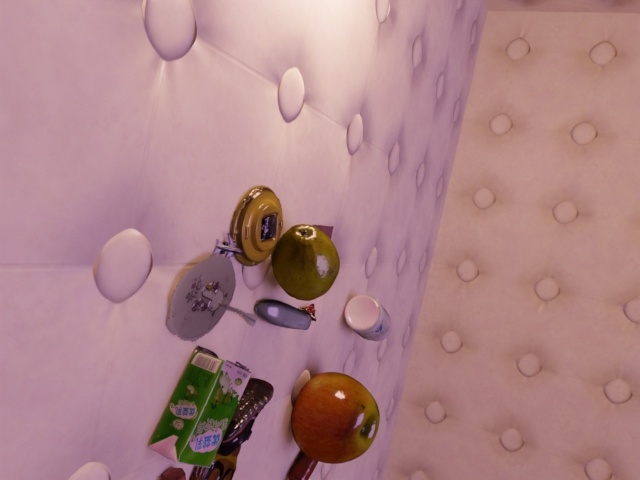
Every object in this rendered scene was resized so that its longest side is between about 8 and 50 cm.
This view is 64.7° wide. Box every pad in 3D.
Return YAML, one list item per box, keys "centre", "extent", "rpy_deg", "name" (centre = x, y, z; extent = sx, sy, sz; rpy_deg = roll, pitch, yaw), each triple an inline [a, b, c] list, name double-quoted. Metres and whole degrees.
- centre: [0.000, 0.000, 1.828]
  extent: [0.188, 0.006, 0.113]
  rpy_deg: [0, 101, -66]
  name: "pad"

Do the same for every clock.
- centre: [-0.162, -0.036, 1.413]
  extent: [0.237, 0.057, 0.236]
  rpy_deg: [-37, 133, -53]
  name: "clock"

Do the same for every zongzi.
- centre: [-0.036, 0.267, 1.806]
  extent: [0.067, 0.074, 0.083]
  rpy_deg: [-59, 154, 5]
  name: "zongzi"

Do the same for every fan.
- centre: [-0.256, 0.171, 1.339]
  extent: [0.232, 0.012, 0.415]
  rpy_deg: [-63, 153, -8]
  name: "fan"

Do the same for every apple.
- centre: [0.059, 0.682, 1.942]
  extent: [0.339, 0.340, 0.339]
  rpy_deg: [-40, 136, -52]
  name: "apple"

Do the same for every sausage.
- centre: [-0.379, 0.674, 1.306]
  extent: [0.065, 0.065, 0.169]
  rpy_deg: [-22, 121, -60]
  name: "sausage"

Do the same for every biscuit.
- centre: [-0.314, 0.699, 1.477]
  extent: [0.290, 0.041, 0.208]
  rpy_deg: [-64, 151, -25]
  name: "biscuit"

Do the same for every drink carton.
- centre: [-0.299, 0.425, 1.294]
  extent: [0.271, 0.108, 0.161]
  rpy_deg: [-66, 151, -19]
  name: "drink carton"

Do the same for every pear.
- centre: [-0.044, 0.069, 1.530]
  extent: [0.212, 0.213, 0.269]
  rpy_deg: [-51, 156, -43]
  name: "pear"

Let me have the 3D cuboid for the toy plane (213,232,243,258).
- centre: [-0.236, 0.022, 1.306]
  extent: [0.083, 0.031, 0.078]
  rpy_deg: [15, 90, -45]
  name: "toy plane"

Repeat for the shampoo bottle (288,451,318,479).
- centre: [-0.074, 0.932, 2.042]
  extent: [0.244, 0.086, 0.085]
  rpy_deg: [-50, 144, -46]
  name: "shampoo bottle"

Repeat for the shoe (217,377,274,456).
- centre: [-0.226, 0.516, 1.476]
  extent: [0.291, 0.114, 0.137]
  rpy_deg: [-39, 142, -59]
  name: "shoe"

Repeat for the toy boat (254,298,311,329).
- centre: [-0.125, 0.236, 1.613]
  extent: [0.261, 0.085, 0.078]
  rpy_deg: [29, 74, -53]
  name: "toy boat"

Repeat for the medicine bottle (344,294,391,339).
- centre: [0.223, 0.358, 2.278]
  extent: [0.170, 0.170, 0.293]
  rpy_deg: [-70, 155, -14]
  name: "medicine bottle"
